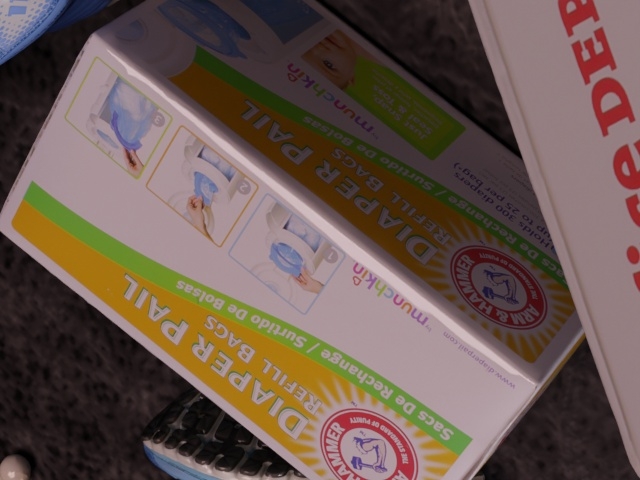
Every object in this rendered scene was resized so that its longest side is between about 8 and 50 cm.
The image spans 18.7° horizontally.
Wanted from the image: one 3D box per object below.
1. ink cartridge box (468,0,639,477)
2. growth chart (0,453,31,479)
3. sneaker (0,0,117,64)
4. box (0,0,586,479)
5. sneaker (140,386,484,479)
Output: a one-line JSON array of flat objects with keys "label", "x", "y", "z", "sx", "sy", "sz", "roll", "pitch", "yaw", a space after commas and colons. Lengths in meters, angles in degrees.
[{"label": "ink cartridge box", "x": 0.202, "y": -0.070, "z": 0.539, "sx": 0.289, "sy": 0.121, "sz": 0.211, "roll": -27, "pitch": 73, "yaw": 37}, {"label": "growth chart", "x": -0.141, "y": 0.222, "z": 0.922, "sx": 0.172, "sy": 0.021, "sz": 0.237, "roll": -45, "pitch": 56, "yaw": 30}, {"label": "sneaker", "x": -0.198, "y": -0.087, "z": 0.765, "sx": 0.330, "sy": 0.147, "sz": 0.130, "roll": -23, "pitch": 102, "yaw": 54}, {"label": "box", "x": 0.000, "y": 0.000, "z": 0.738, "sx": 0.203, "sy": 0.114, "sz": 0.103, "roll": 38, "pitch": 127, "yaw": 6}, {"label": "sneaker", "x": -0.007, "y": 0.116, "z": 0.835, "sx": 0.162, "sy": 0.063, "sz": 0.073, "roll": 20, "pitch": 126, "yaw": 20}]
